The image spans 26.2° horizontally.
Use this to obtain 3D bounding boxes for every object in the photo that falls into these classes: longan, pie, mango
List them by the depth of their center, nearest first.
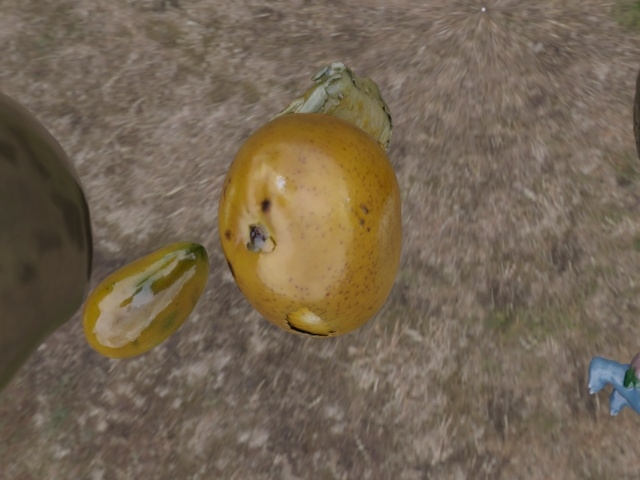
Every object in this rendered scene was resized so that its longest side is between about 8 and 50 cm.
[{"bbox_3d":[-0.272,0.005,0.861,0.258,0.258,0.258,1,100,7],"label":"longan"},{"bbox_3d":[0.000,0.000,1.340,0.160,0.290,0.191,3,72,18],"label":"mango"},{"bbox_3d":[0.019,-0.125,1.516,0.128,0.282,0.068,-45,73,7],"label":"pie"},{"bbox_3d":[-0.193,0.068,1.550,0.163,0.111,0.089,-30,65,-14],"label":"mango"}]

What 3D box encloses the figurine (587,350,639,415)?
[{"bbox_3d":[0.276,0.127,0.937,0.178,0.114,0.144,3,82,33],"label":"figurine"}]

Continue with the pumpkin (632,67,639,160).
[{"bbox_3d":[0.549,-0.147,1.720,0.320,0.192,0.320,2,95,19],"label":"pumpkin"}]
